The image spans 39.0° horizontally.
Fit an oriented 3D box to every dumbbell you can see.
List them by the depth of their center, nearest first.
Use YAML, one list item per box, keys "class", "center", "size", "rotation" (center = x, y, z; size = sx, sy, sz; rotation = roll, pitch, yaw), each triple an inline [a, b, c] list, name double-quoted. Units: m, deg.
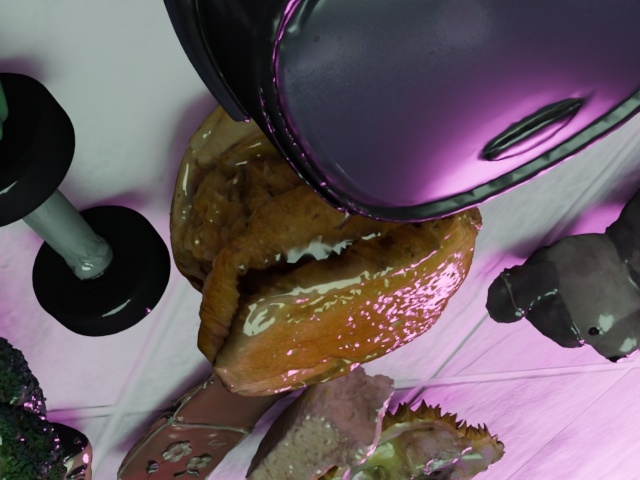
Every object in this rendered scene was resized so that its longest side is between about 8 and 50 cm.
- class: "dumbbell"
  center: [-0.180, -0.016, 0.605]
  size: [0.100, 0.100, 0.191]
  rotation: [-25, 147, 1]

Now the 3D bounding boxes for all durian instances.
- class: "durian"
  center: [0.094, 0.306, 1.150]
  size: [0.306, 0.166, 0.172]
  rotation: [-31, 151, -15]

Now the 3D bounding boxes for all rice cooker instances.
- class: "rice cooker"
  center: [0.042, -0.161, 0.432]
  size: [0.267, 0.224, 0.267]
  rotation: [-15, 147, -10]

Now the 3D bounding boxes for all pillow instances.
- class: "pillow"
  center: [-0.118, 0.196, 0.982]
  size: [0.126, 0.043, 0.232]
  rotation: [13, 129, -47]

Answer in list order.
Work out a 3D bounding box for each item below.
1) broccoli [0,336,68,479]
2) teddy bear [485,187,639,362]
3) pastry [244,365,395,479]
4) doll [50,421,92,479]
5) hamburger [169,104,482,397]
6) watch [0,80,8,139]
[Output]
- class: "broccoli"
  center: [-0.305, 0.185, 0.663]
  size: [0.269, 0.270, 0.270]
  rotation: [8, 144, 6]
- class: "teddy bear"
  center: [0.319, 0.045, 0.955]
  size: [0.251, 0.144, 0.171]
  rotation: [-37, 158, 23]
- class: "pastry"
  center: [-0.005, 0.218, 0.996]
  size: [0.089, 0.121, 0.258]
  rotation: [28, 144, -5]
- class: "doll"
  center: [-0.287, 0.246, 0.918]
  size: [0.089, 0.102, 0.179]
  rotation: [38, 121, -10]
- class: "hamburger"
  center: [0.000, 0.000, 0.687]
  size: [0.244, 0.163, 0.244]
  rotation: [-22, 152, -12]
- class: "watch"
  center: [-0.250, -0.087, 0.455]
  size: [0.165, 0.131, 0.152]
  rotation: [-21, 136, -3]
